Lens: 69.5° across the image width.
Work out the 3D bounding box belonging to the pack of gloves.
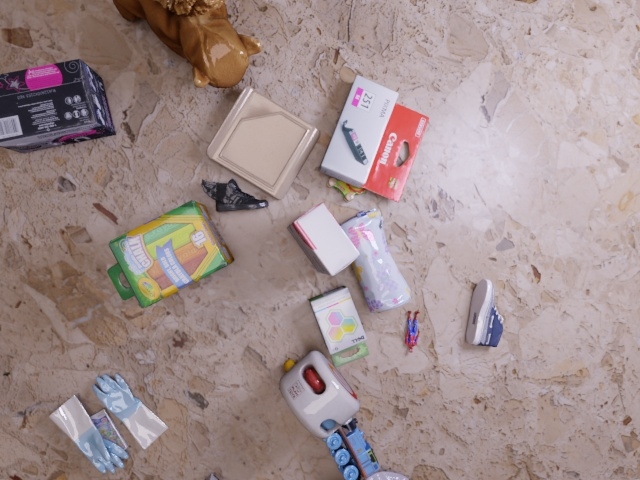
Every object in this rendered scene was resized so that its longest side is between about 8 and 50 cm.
[{"bbox_3d":[-0.550,0.477,1.194,0.195,0.046,0.232,-41,95,-9],"label":"pack of gloves"}]

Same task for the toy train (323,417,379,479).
[{"bbox_3d":[0.079,0.562,1.254,0.105,0.080,0.184,-27,91,-14],"label":"toy train"}]

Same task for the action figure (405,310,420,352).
[{"bbox_3d":[0.257,0.257,1.291,0.038,0.030,0.115,4,92,-11],"label":"action figure"}]

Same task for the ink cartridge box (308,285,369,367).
[{"bbox_3d":[0.055,0.239,1.253,0.108,0.062,0.210,-21,93,-6],"label":"ink cartridge box"}]

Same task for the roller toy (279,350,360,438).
[{"bbox_3d":[-0.009,0.395,1.183,0.146,0.191,0.209,-40,94,-3],"label":"roller toy"}]

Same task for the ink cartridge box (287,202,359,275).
[{"bbox_3d":[0.000,0.000,1.168,0.092,0.218,0.159,-36,94,-10],"label":"ink cartridge box"}]

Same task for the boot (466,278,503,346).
[{"bbox_3d":[0.472,0.205,1.297,0.085,0.069,0.190,10,98,-13],"label":"boot"}]

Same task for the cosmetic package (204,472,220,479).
[{"bbox_3d":[-0.224,0.731,1.213,0.060,0.099,0.239,-45,95,-3],"label":"cosmetic package"}]

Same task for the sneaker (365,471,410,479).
[{"bbox_3d":[0.102,0.738,1.241,0.320,0.180,0.125,-5,47,-31],"label":"sneaker"}]

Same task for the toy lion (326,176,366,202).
[{"bbox_3d":[0.082,-0.161,1.270,0.100,0.034,0.096,40,80,-4],"label":"toy lion"}]

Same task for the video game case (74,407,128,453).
[{"bbox_3d":[-0.579,0.518,1.220,0.087,0.011,0.122,-29,93,-4],"label":"video game case"}]

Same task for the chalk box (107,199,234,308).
[{"bbox_3d":[-0.389,0.046,1.150,0.288,0.179,0.180,-29,93,-5],"label":"chalk box"}]

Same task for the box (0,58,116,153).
[{"bbox_3d":[-0.666,-0.323,1.140,0.247,0.142,0.164,-13,93,-4],"label":"box"}]

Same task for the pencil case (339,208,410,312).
[{"bbox_3d":[0.144,0.054,1.235,0.124,0.113,0.273,-22,92,-19],"label":"pencil case"}]

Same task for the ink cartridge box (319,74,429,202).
[{"bbox_3d":[0.154,-0.271,1.246,0.238,0.060,0.275,22,82,-4],"label":"ink cartridge box"}]

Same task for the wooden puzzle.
[{"bbox_3d":[-0.152,-0.260,1.243,0.238,0.044,0.221,31,87,-9],"label":"wooden puzzle"}]

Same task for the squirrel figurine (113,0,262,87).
[{"bbox_3d":[-0.304,-0.539,1.045,0.280,0.397,0.371,-29,84,-9],"label":"squirrel figurine"}]

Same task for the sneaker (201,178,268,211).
[{"bbox_3d":[-0.226,-0.124,1.228,0.170,0.051,0.089,-5,96,-2],"label":"sneaker"}]
